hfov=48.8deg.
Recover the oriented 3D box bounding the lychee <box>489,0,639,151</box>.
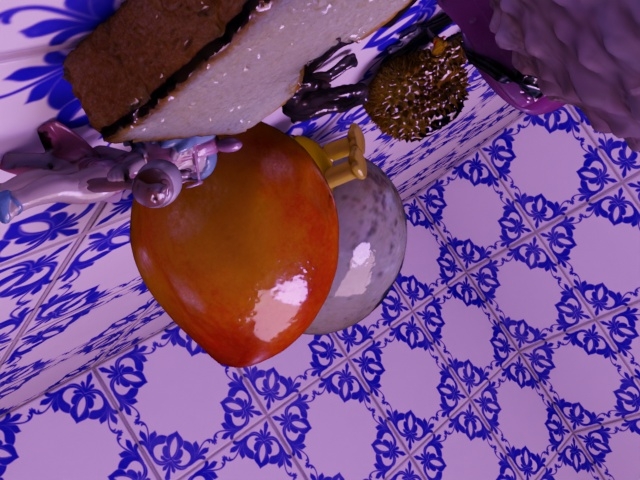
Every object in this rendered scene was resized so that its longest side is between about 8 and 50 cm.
[{"bbox_3d":[0.260,-0.234,0.381,0.380,0.432,0.380,-29,-171,5],"label":"lychee"}]

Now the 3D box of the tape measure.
[{"bbox_3d":[0.310,-0.305,1.043,0.245,0.231,0.149,-29,173,-47],"label":"tape measure"}]

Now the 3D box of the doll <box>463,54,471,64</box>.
[{"bbox_3d":[0.360,-0.380,1.262,0.257,0.117,0.182,-36,-179,2],"label":"doll"}]

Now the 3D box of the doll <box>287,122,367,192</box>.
[{"bbox_3d":[-0.087,-0.088,1.183,0.363,0.145,0.199,-19,-136,24],"label":"doll"}]

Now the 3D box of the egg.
[{"bbox_3d":[0.000,0.000,1.407,0.345,0.345,0.428,-28,157,-38],"label":"egg"}]

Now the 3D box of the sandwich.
[{"bbox_3d":[-0.049,-0.198,0.634,0.273,0.095,0.249,-34,172,26],"label":"sandwich"}]

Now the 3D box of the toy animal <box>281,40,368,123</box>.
[{"bbox_3d":[-0.015,-0.209,0.944,0.148,0.084,0.233,-14,-178,4],"label":"toy animal"}]

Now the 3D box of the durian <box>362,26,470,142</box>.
[{"bbox_3d":[0.176,-0.249,1.162,0.193,0.137,0.237,-30,178,-11],"label":"durian"}]

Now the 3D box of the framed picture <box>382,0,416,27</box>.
[{"bbox_3d":[0.126,-0.346,0.774,0.347,0.016,0.265,-38,172,39],"label":"framed picture"}]

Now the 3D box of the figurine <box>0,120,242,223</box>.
[{"bbox_3d":[-0.202,-0.082,0.711,0.260,0.102,0.205,-24,-165,-36],"label":"figurine"}]

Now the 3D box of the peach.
[{"bbox_3d":[-0.103,0.002,0.966,0.289,0.307,0.289,-26,165,-8],"label":"peach"}]

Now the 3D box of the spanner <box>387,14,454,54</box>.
[{"bbox_3d":[0.230,-0.367,1.148,0.302,0.017,0.071,-30,174,-23],"label":"spanner"}]
